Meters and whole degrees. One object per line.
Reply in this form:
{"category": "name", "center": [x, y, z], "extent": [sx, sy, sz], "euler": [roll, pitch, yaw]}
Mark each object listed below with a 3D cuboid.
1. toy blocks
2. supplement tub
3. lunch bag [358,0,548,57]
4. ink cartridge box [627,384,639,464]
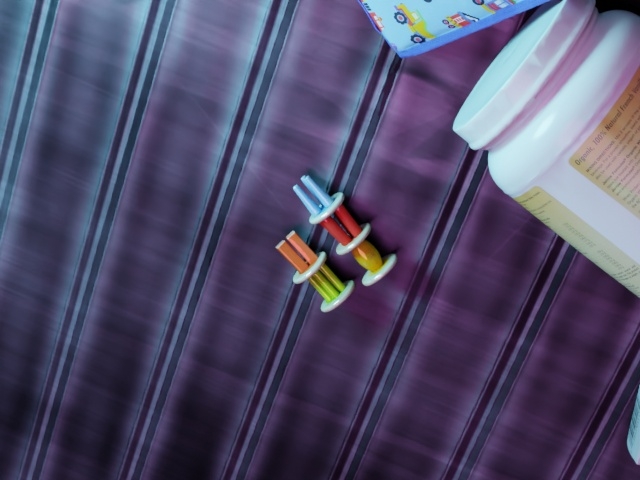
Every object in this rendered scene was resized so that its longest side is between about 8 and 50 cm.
{"category": "toy blocks", "center": [0.000, 0.000, 2.058], "extent": [0.123, 0.054, 0.148], "euler": [-33, 106, 30]}
{"category": "supplement tub", "center": [0.318, -0.094, 1.798], "extent": [0.316, 0.228, 0.228], "euler": [38, 123, -7]}
{"category": "lunch bag", "center": [0.111, -0.320, 1.802], "extent": [0.293, 0.138, 0.221], "euler": [-23, 113, 37]}
{"category": "ink cartridge box", "center": [0.490, 0.183, 2.028], "extent": [0.232, 0.066, 0.189], "euler": [1, 122, -8]}
